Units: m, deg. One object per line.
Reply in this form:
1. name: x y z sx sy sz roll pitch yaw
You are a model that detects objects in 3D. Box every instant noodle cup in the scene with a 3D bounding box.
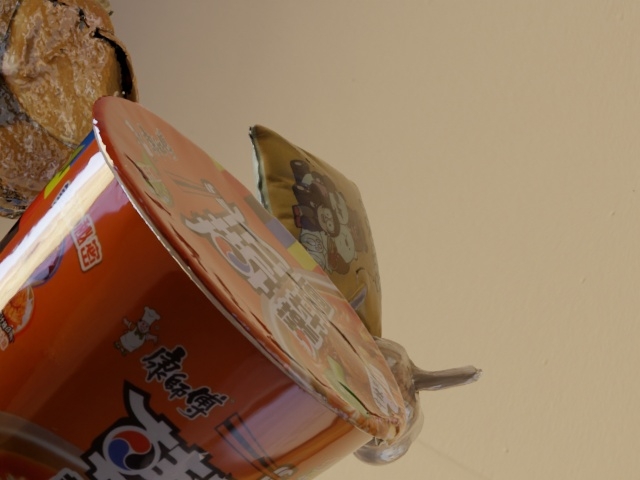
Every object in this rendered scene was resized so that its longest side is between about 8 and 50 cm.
1. instant noodle cup: -0.100 0.073 0.505 0.192 0.250 0.250 -42 -101 9

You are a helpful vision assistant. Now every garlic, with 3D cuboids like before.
1. garlic: 0.130 0.222 1.293 0.226 0.199 0.199 -12 -91 6

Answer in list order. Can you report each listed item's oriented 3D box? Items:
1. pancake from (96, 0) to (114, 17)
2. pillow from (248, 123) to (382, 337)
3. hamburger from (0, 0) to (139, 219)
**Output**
1. pancake: -0.397 -0.371 1.290 0.199 0.199 0.021 18 -92 18
2. pillow: 0.000 0.000 1.338 0.119 0.312 0.310 -22 -115 23
3. hamburger: -0.266 -0.131 0.782 0.107 0.231 0.230 -2 -88 41
